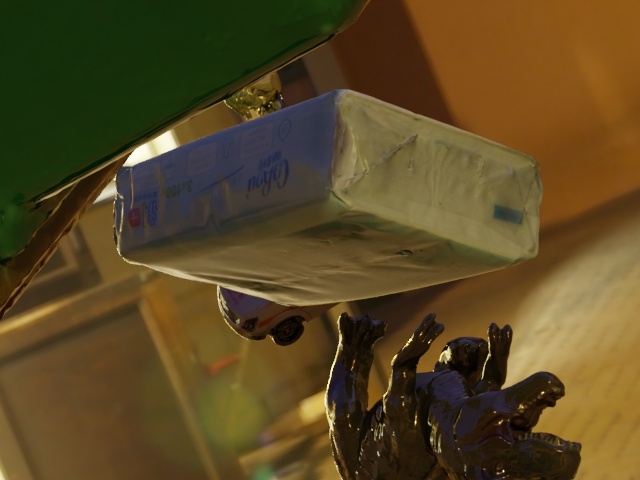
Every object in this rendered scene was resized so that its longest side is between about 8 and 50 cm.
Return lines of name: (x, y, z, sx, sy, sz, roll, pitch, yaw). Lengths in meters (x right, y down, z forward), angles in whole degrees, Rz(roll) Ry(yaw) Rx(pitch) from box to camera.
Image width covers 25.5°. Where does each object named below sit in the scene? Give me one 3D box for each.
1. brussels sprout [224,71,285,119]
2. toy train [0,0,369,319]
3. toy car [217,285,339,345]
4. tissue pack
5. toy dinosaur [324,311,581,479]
brussels sprout: (-0.070, -0.168, 1.602, 0.058, 0.085, 0.085, -22, 2, 21)
toy train: (-0.076, -0.126, 0.456, 0.249, 0.178, 0.429, -24, 22, 31)
toy car: (0.000, 0.000, 1.230, 0.209, 0.089, 0.108, -30, -40, -9)
tissue pack: (-0.003, -0.017, 0.952, 0.177, 0.089, 0.263, 16, -16, -35)
toy dinosaur: (0.041, 0.124, 0.633, 0.087, 0.179, 0.187, 10, -12, -9)
